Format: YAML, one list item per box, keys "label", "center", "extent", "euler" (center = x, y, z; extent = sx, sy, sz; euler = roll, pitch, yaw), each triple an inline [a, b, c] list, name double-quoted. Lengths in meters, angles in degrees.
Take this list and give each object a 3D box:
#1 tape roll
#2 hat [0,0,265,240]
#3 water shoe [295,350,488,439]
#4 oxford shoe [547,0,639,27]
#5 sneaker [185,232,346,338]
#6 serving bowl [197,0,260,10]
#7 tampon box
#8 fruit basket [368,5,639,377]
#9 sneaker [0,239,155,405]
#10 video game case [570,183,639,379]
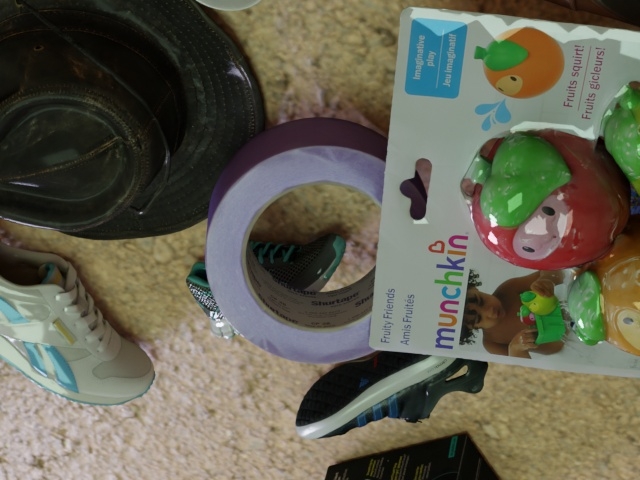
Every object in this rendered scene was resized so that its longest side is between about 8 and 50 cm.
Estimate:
- label: "tape roll"
  center: [0.000, 0.000, 1.291]
  extent: [0.189, 0.080, 0.189]
  euler: [-1, 110, -2]
- label: "hat"
  center: [-0.220, -0.084, 1.292]
  extent: [0.331, 0.134, 0.331]
  euler: [8, 132, 9]
- label: "water shoe"
  center: [0.063, 0.147, 1.452]
  extent: [0.203, 0.073, 0.080]
  euler: [-31, 119, 35]
- label: "oxford shoe"
  center: [0.178, -0.200, 1.135]
  extent: [0.212, 0.076, 0.076]
  euler: [22, 163, -8]
- label: "sneaker"
  center: [-0.053, 0.027, 1.391]
  extent: [0.166, 0.065, 0.076]
  euler: [-28, 112, 31]
- label: "serving bowl"
  center: [-0.072, -0.217, 1.203]
  extent: [0.083, 0.027, 0.083]
  euler: [8, 131, 9]
- label: "tampon box"
  center: [0.086, 0.276, 1.525]
  extent: [0.161, 0.120, 0.101]
  euler: [-18, 122, 29]
- label: "fruit basket"
  center: [0.220, -0.009, 1.161]
  extent: [0.353, 0.165, 0.327]
  euler: [4, 129, -1]
- label: "sneaker"
  center: [-0.246, 0.075, 1.469]
  extent: [0.228, 0.087, 0.092]
  euler: [32, 117, -20]
- label: "video game case"
  center: [0.231, 0.014, 1.322]
  extent: [0.193, 0.023, 0.212]
  euler: [20, 131, -2]
